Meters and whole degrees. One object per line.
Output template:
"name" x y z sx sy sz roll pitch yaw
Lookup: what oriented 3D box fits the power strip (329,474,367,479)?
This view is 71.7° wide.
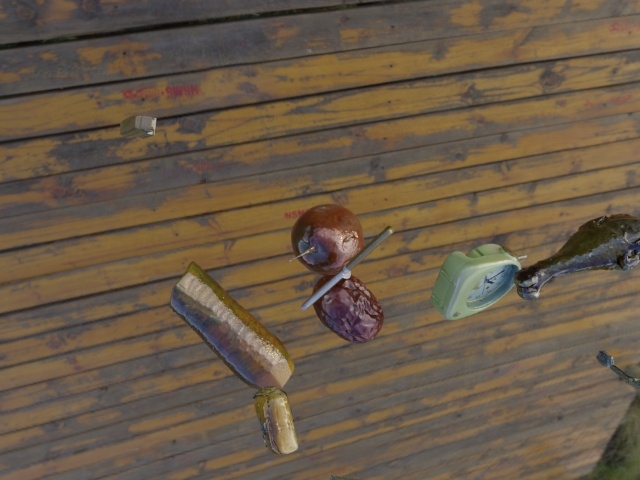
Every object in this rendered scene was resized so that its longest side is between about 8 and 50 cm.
"power strip" 0.088 0.622 1.123 0.136 0.051 0.019 20 81 -22

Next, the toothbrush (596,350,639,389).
"toothbrush" 0.659 0.298 0.904 0.026 0.294 0.028 -4 103 0

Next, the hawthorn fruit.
"hawthorn fruit" 0.016 0.000 0.844 0.149 0.189 0.149 0 93 0

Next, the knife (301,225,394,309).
"knife" 0.041 0.057 0.760 0.022 0.046 0.256 45 123 0

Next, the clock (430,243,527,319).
"clock" 0.585 0.136 1.609 0.349 0.117 0.285 -14 135 -22

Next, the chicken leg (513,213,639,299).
"chicken leg" 0.661 0.026 1.113 0.362 0.211 0.140 -17 96 19

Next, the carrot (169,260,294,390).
"carrot" -0.182 0.181 0.887 0.114 0.114 0.302 -42 101 12

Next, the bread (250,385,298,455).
"bread" -0.076 0.293 0.723 0.053 0.072 0.105 -19 97 -45

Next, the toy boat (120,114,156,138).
"toy boat" -0.546 -0.342 1.343 0.077 0.201 0.057 5 89 -42

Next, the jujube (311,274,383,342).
"jujube" 0.080 0.197 1.277 0.174 0.174 0.250 -33 131 6
